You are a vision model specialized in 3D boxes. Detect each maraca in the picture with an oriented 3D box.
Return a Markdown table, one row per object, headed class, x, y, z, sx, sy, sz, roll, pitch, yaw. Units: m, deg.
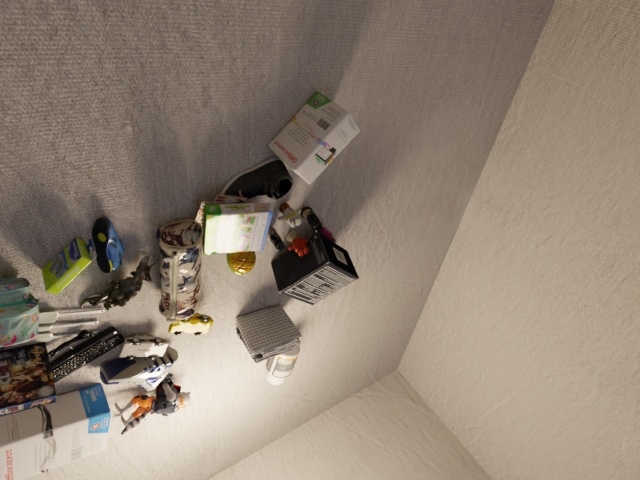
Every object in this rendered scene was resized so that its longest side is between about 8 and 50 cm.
| class | x | y | z | sx | sy | sz | roll | pitch | yaw |
| --- | --- | --- | --- | --- | --- | --- | --- | --- | --- |
| maraca | -0.340 | 0.057 | 1.747 | 0.127 | 0.099 | 0.186 | -26 | 114 | -27 |

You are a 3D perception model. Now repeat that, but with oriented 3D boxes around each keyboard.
| class | x | y | z | sx | sy | sz | roll | pitch | yaw |
| --- | --- | --- | --- | --- | --- | --- | --- | --- | --- |
| keyboard | -0.941 | 0.437 | 1.599 | 0.317 | 0.033 | 0.201 | -32 | 146 | -16 |

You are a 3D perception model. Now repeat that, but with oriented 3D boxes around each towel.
| class | x | y | z | sx | sy | sz | roll | pitch | yaw |
| --- | --- | --- | --- | --- | --- | --- | --- | --- | --- |
| towel | -0.270 | 0.478 | 2.105 | 0.283 | 0.235 | 0.121 | -14 | 140 | -33 |

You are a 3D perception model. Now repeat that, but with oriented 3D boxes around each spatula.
| class | x | y | z | sx | sy | sz | roll | pitch | yaw |
| --- | --- | --- | --- | --- | --- | --- | --- | --- | --- |
| spatula | -0.925 | 0.309 | 1.503 | 0.242 | 0.019 | 0.168 | 3 | 126 | -44 |

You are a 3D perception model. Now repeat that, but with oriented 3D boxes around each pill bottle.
| class | x | y | z | sx | sy | sz | roll | pitch | yaw |
| --- | --- | --- | --- | --- | --- | --- | --- | --- | --- |
| pill bottle | -0.230 | 0.709 | 2.426 | 0.162 | 0.162 | 0.278 | -8 | 131 | -38 |

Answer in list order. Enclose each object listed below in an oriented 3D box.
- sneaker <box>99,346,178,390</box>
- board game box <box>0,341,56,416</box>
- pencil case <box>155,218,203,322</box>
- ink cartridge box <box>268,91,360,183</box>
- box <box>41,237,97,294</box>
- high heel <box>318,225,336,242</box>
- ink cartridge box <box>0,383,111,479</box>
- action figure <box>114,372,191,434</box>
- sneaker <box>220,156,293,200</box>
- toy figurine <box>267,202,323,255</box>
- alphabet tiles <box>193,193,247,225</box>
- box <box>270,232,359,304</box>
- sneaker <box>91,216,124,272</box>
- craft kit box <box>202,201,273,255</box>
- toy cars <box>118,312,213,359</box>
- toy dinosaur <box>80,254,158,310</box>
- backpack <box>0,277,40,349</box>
| class | x | y | z | sx | sy | sz | roll | pitch | yaw |
| --- | --- | --- | --- | --- | --- | --- | --- | --- | --- |
| sneaker | -0.794 | 0.597 | 1.821 | 0.315 | 0.127 | 0.182 | -5 | 127 | -42 |
| board game box | -1.007 | 0.461 | 1.393 | 0.165 | 0.243 | 0.042 | -5 | 128 | -40 |
| pencil case | -0.534 | 0.125 | 1.562 | 0.183 | 0.160 | 0.410 | -65 | 172 | -54 |
| ink cartridge box | -0.026 | -0.377 | 1.520 | 0.278 | 0.201 | 0.117 | -47 | 143 | 4 |
| box | -0.803 | 0.074 | 1.318 | 0.178 | 0.109 | 0.042 | -44 | 142 | 0 |
| high heel | 0.000 | 0.000 | 2.017 | 0.117 | 0.082 | 0.244 | -50 | 156 | -6 |
| ink cartridge box | -1.101 | 0.792 | 1.692 | 0.395 | 0.166 | 0.285 | -5 | 129 | -41 |
| action figure | -0.795 | 0.825 | 2.010 | 0.330 | 0.178 | 0.341 | -10 | 131 | -23 |
| sneaker | -0.235 | -0.194 | 1.553 | 0.295 | 0.147 | 0.104 | -34 | 144 | -11 |
| toy figurine | -0.120 | -0.055 | 1.807 | 0.209 | 0.148 | 0.213 | 11 | 120 | -41 |
| alphabet tiles | -0.372 | -0.087 | 1.563 | 0.198 | 0.009 | 0.237 | 4 | 140 | -33 |
| box | -0.027 | 0.145 | 1.989 | 0.294 | 0.183 | 0.296 | -33 | 146 | 18 |
| sneaker | -0.709 | 0.007 | 1.392 | 0.082 | 0.069 | 0.209 | -48 | 151 | -57 |
| craft kit box | -0.325 | -0.043 | 1.595 | 0.246 | 0.061 | 0.250 | -7 | 145 | -24 |
| toy cars | -0.666 | 0.397 | 1.787 | 0.393 | 0.087 | 0.176 | -25 | 135 | -18 |
| toy dinosaur | -0.721 | 0.191 | 1.494 | 0.313 | 0.121 | 0.160 | -37 | 178 | 13 |
| backpack | -0.950 | 0.214 | 1.202 | 0.225 | 0.253 | 0.191 | -1 | 106 | -41 |
